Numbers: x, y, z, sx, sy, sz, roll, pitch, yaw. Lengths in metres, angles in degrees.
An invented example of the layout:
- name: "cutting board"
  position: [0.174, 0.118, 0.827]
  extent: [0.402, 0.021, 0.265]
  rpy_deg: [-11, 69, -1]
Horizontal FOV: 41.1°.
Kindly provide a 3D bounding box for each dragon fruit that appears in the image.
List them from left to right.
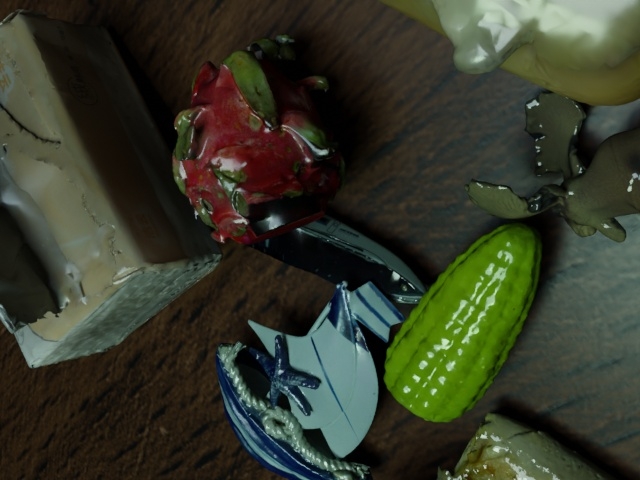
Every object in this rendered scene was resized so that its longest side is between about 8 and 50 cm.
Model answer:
- name: "dragon fruit"
  position: [-0.055, -0.092, 0.768]
  extent: [0.166, 0.160, 0.172]
  rpy_deg: [-22, 87, 35]

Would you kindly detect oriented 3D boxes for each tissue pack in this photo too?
- name: "tissue pack"
  position: [-0.285, -0.050, 0.865]
  extent: [0.238, 0.238, 0.305]
  rpy_deg: [-39, 73, 41]

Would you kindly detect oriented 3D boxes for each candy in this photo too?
- name: "candy"
  position: [0.130, 0.068, 0.746]
  extent: [0.096, 0.096, 0.209]
  rpy_deg: [37, 125, 17]

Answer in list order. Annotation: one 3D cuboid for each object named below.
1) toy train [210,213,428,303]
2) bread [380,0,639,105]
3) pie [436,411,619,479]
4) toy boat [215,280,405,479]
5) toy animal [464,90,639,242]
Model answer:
- name: "toy train"
  position: [0.000, 0.000, 0.845]
  extent: [0.252, 0.048, 0.055]
  rpy_deg: [23, 133, 20]
- name: "bread"
  position: [0.120, -0.300, 0.481]
  extent: [0.376, 0.253, 0.348]
  rpy_deg: [33, 121, 18]
- name: "pie"
  position: [0.237, 0.266, 0.772]
  extent: [0.282, 0.068, 0.129]
  rpy_deg: [32, 114, 23]
- name: "toy boat"
  position: [-0.025, 0.140, 0.901]
  extent: [0.210, 0.070, 0.292]
  rpy_deg: [21, 126, 23]
- name: "toy animal"
  position: [0.232, -0.052, 0.630]
  extent: [0.186, 0.094, 0.214]
  rpy_deg: [47, 123, 4]
